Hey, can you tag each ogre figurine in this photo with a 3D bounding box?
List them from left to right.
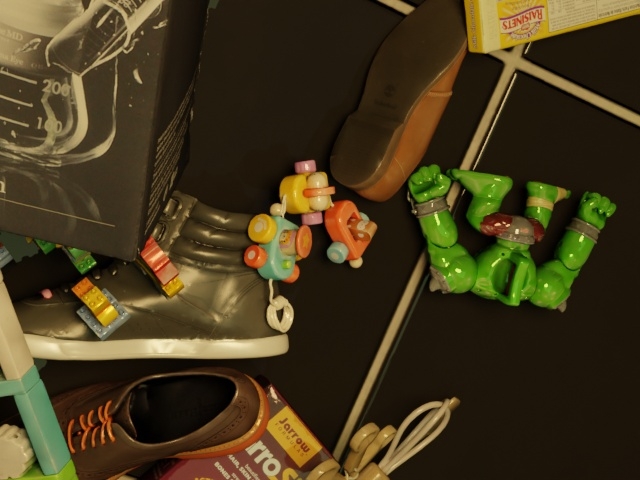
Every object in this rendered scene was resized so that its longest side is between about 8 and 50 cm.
[{"bbox_3d":[0.171,0.000,1.403,0.197,0.097,0.118,10,89,-35],"label":"ogre figurine"}]

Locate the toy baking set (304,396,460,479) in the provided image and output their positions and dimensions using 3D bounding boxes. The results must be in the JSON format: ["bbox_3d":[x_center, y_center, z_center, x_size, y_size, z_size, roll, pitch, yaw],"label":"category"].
[{"bbox_3d":[0.038,0.226,1.377,0.256,0.030,0.197,-14,145,-53],"label":"toy baking set"}]

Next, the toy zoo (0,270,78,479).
[{"bbox_3d":[-0.317,0.129,1.244,0.192,0.030,0.293,-10,109,23],"label":"toy zoo"}]

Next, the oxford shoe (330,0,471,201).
[{"bbox_3d":[0.086,-0.132,1.368,0.212,0.076,0.076,-58,143,-2],"label":"oxford shoe"}]

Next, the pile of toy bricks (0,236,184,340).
[{"bbox_3d":[-0.215,-0.018,1.208,0.118,0.105,0.212,-40,70,-12],"label":"pile of toy bricks"}]

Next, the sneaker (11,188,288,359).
[{"bbox_3d":[-0.174,0.029,1.299,0.295,0.104,0.147,-1,91,-14],"label":"sneaker"}]

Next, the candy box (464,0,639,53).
[{"bbox_3d":[0.211,-0.240,1.363,0.206,0.027,0.105,-18,110,-34],"label":"candy box"}]

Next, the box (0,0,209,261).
[{"bbox_3d":[-0.253,-0.192,1.062,0.343,0.179,0.313,13,119,3],"label":"box"}]

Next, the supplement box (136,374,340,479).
[{"bbox_3d":[-0.088,0.223,1.364,0.188,0.081,0.104,-41,97,-6],"label":"supplement box"}]

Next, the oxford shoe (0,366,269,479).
[{"bbox_3d":[-0.184,0.156,1.287,0.271,0.098,0.097,-17,70,3],"label":"oxford shoe"}]

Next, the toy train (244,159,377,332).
[{"bbox_3d":[0.000,0.000,1.319,0.166,0.046,0.125,-50,124,-45],"label":"toy train"}]
